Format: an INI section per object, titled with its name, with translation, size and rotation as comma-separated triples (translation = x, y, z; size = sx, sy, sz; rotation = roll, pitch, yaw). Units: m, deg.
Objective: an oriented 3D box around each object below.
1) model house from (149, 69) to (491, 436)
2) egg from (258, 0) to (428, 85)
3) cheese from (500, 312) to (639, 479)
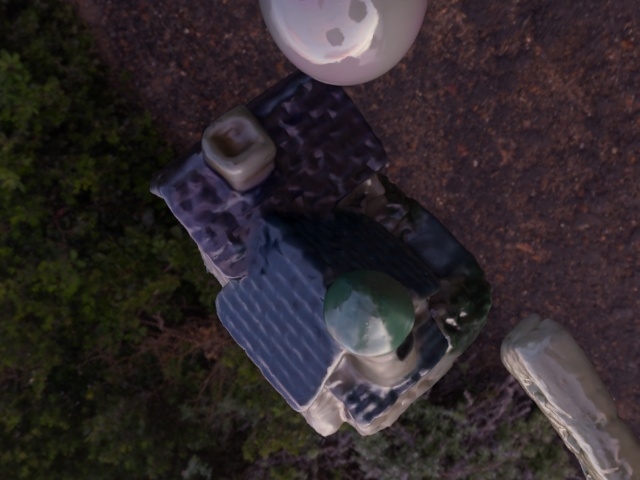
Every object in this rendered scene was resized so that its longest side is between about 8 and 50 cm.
[model house]
translation = -0.002, 0.001, 0.639
size = 0.298, 0.243, 0.284
rotation = 45, 172, 26
[egg]
translation = 0.014, -0.151, 0.414
size = 0.103, 0.103, 0.135
rotation = 23, 162, 16
[cheese]
translation = 0.191, 0.137, 0.473
size = 0.194, 0.043, 0.065
rotation = 57, 167, -2
